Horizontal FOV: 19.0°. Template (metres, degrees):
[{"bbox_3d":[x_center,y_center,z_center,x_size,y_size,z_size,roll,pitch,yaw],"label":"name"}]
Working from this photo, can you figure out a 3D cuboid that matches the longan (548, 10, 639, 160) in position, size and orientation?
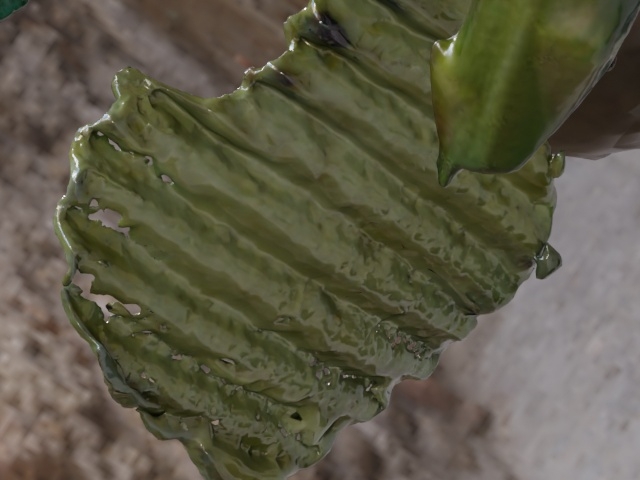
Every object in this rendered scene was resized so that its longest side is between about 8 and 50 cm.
[{"bbox_3d":[0.251,-0.256,1.701,0.391,0.391,0.391,-55,9,12],"label":"longan"}]

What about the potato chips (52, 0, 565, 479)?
[{"bbox_3d":[0.002,0.007,1.398,0.373,0.389,0.097,-34,38,-6],"label":"potato chips"}]

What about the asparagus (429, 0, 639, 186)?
[{"bbox_3d":[0.107,-0.157,0.685,0.085,0.082,0.343,-22,-41,-36],"label":"asparagus"}]

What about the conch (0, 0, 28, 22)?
[{"bbox_3d":[-0.333,-0.227,1.479,0.202,0.134,0.196,-33,41,-3],"label":"conch"}]
